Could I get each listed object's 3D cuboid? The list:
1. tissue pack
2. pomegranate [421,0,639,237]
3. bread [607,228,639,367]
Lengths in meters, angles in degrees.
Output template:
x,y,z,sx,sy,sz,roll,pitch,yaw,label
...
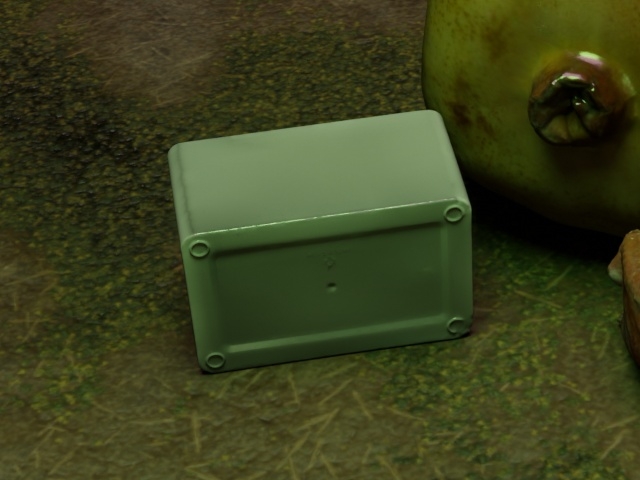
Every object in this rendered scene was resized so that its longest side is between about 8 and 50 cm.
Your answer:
x,y,z,sx,sy,sz,roll,pitch,yaw,label
0.000,0.001,1.423,0.246,0.159,0.136,-7,37,-4,tissue pack
0.281,-0.183,1.468,0.416,0.417,0.417,-3,35,2,pomegranate
0.341,0.066,1.321,0.244,0.123,0.190,24,46,37,bread
